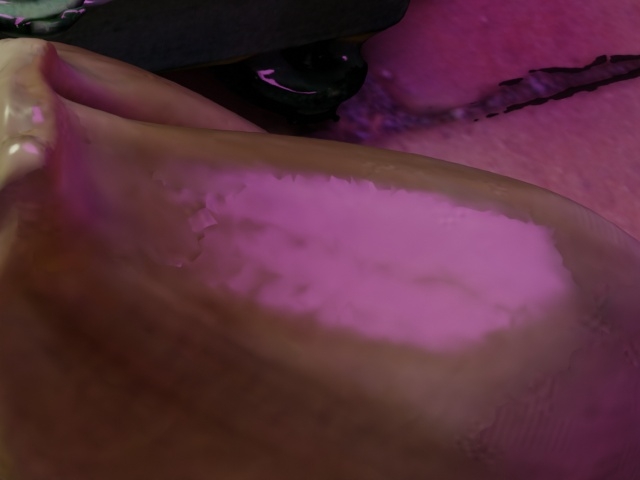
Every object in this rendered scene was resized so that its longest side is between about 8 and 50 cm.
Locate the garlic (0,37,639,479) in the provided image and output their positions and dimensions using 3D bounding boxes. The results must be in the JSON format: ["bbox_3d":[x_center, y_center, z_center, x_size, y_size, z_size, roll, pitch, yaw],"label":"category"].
[{"bbox_3d":[0.008,0.019,0.742,0.340,0.246,0.231,3,33,-7],"label":"garlic"}]

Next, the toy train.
[{"bbox_3d":[-0.110,-0.165,0.903,0.369,0.150,0.237,-15,65,-35],"label":"toy train"}]
